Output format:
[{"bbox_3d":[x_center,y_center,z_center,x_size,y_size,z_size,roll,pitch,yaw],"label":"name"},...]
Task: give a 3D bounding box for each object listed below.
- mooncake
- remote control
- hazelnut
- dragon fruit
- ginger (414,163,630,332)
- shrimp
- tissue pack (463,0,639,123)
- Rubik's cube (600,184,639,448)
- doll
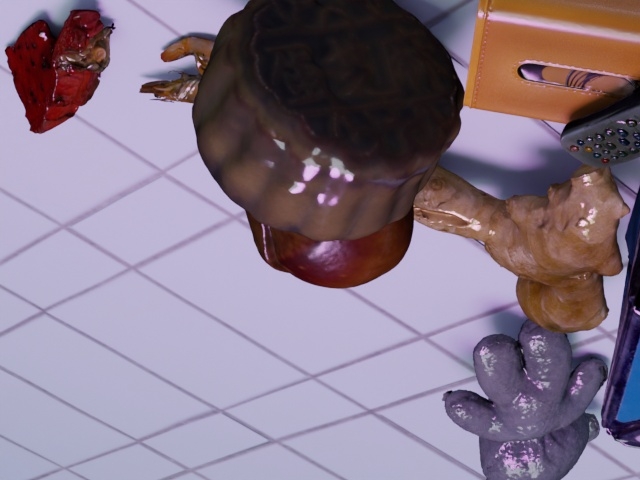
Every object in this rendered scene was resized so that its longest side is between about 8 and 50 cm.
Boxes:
[{"bbox_3d":[0.008,-0.148,1.757,0.290,0.290,0.161,20,142,-11],"label":"mooncake"},{"bbox_3d":[0.337,-0.126,1.631,0.072,0.042,0.222,32,145,-28],"label":"remote control"},{"bbox_3d":[0.007,-0.063,1.947,0.251,0.217,0.217,45,174,44],"label":"hazelnut"},{"bbox_3d":[-0.305,-0.228,1.976,0.092,0.122,0.192,-15,160,-34],"label":"dragon fruit"},{"bbox_3d":[0.287,0.018,2.006,0.363,0.122,0.348,47,160,-29],"label":"ginger"},{"bbox_3d":[-0.161,-0.202,1.961,0.162,0.045,0.095,-2,144,27],"label":"shrimp"},{"bbox_3d":[0.298,-0.214,1.682,0.275,0.145,0.194,10,150,6],"label":"tissue pack"},{"bbox_3d":[0.501,0.069,1.887,0.310,0.307,0.305,10,148,5],"label":"Rubik's cube"},{"bbox_3d":[0.304,0.225,2.397,0.246,0.158,0.340,-22,127,-1],"label":"doll"}]
